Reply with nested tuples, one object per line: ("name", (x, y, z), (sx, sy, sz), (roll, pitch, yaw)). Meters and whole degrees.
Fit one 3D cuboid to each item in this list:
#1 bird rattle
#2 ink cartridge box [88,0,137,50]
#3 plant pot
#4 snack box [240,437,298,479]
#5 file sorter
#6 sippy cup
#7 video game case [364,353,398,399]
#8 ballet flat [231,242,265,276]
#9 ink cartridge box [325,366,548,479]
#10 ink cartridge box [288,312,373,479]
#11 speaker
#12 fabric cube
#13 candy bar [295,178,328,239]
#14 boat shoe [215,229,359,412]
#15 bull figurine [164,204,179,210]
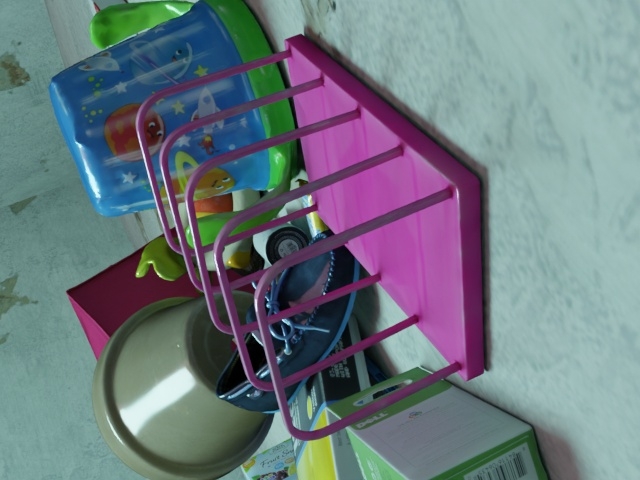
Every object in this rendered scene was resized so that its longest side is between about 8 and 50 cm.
("bird rattle", (-0.154, -0.047, 1.246), (0.207, 0.143, 0.253), (5, 80, 45))
("ink cartridge box", (-0.381, -0.390, 1.628), (0.099, 0.056, 0.135), (51, 157, 42))
("plant pot", (-0.145, 0.173, 1.157), (0.229, 0.263, 0.263), (-41, 71, 51))
("snack box", (-0.053, 0.378, 1.461), (0.100, 0.141, 0.037), (31, 142, 64))
("file sorter", (-0.020, -0.008, 0.743), (0.291, 0.182, 0.202), (50, 156, 47))
("sippy cup", (-0.173, -0.137, 0.984), (0.305, 0.224, 0.240), (-140, 33, -61))
("video game case", (0.093, 0.217, 0.993), (0.166, 0.015, 0.119), (43, 151, 56))
("ballet flat", (-0.143, -0.022, 1.368), (0.058, 0.084, 0.250), (-62, 33, 15))
("ink cartridge box", (0.094, 0.181, 0.768), (0.209, 0.109, 0.062), (17, 128, 70))
("ink cartridge box", (0.013, 0.291, 1.049), (0.307, 0.072, 0.303), (109, 154, -54))
("speaker", (-0.049, 0.004, 1.057), (0.136, 0.055, 0.055), (-155, 43, -78))
("fabric cube", (-0.232, 0.172, 1.478), (0.254, 0.259, 0.258), (38, 150, 37))
("candy bar", (0.000, 0.000, 0.993), (0.040, 0.018, 0.161), (44, 153, 54))
("boat shoe", (-0.040, 0.100, 0.948), (0.258, 0.089, 0.109), (-66, 32, 25))
("bull figurine", (-0.289, -0.161, 1.565), (0.310, 0.101, 0.188), (44, 151, 55))
